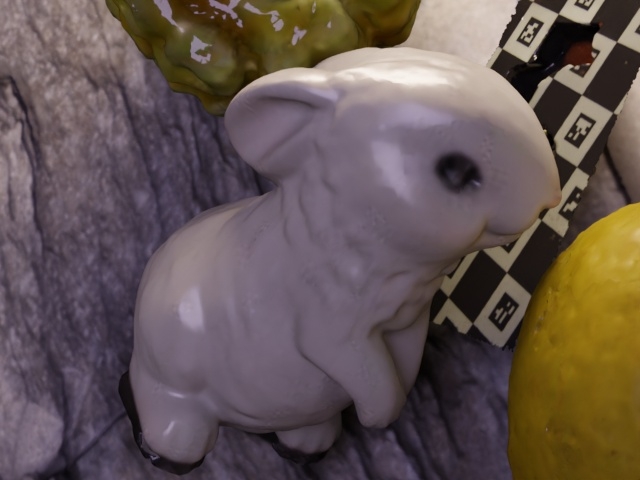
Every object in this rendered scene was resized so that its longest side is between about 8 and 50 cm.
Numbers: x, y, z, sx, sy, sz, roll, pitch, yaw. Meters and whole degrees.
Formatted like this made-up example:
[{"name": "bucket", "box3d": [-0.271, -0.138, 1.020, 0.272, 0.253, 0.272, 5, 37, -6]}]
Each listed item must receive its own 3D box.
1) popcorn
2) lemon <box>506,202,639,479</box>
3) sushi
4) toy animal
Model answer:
[{"name": "popcorn", "box3d": [-0.056, -0.254, 0.954, 0.279, 0.274, 0.335, -23, 69, 17]}, {"name": "lemon", "box3d": [0.235, 0.107, 0.746, 0.260, 0.260, 0.284, 21, 113, 28]}, {"name": "sushi", "box3d": [0.157, -0.058, 0.906, 0.192, 0.043, 0.279, 19, 83, 62]}, {"name": "toy animal", "box3d": [0.000, 0.000, 0.859, 0.258, 0.194, 0.357, 55, 129, 26]}]
